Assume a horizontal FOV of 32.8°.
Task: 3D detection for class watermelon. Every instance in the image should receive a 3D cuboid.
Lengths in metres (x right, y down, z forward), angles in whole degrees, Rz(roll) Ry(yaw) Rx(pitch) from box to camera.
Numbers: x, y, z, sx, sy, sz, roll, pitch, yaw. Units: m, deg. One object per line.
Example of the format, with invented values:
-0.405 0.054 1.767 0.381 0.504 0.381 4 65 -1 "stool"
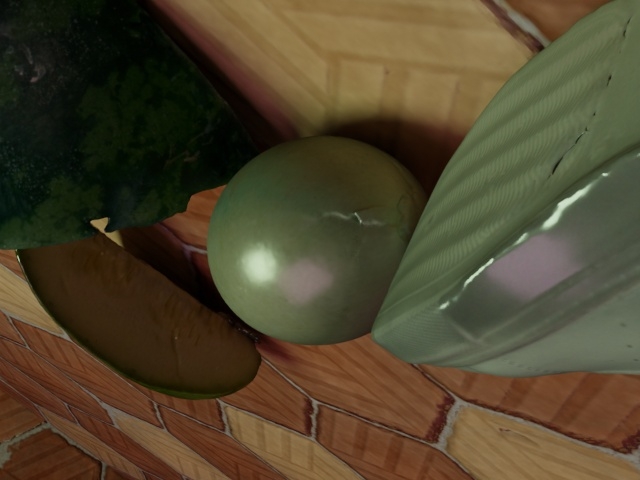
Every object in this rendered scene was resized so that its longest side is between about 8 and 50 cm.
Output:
-0.251 -0.069 0.661 0.319 0.222 0.292 46 159 -27 "watermelon"

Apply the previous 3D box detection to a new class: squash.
-0.156 0.059 0.893 0.169 0.093 0.252 28 168 16 "squash"

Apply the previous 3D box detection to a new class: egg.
0.000 0.000 0.590 0.114 0.114 0.152 40 155 -17 "egg"

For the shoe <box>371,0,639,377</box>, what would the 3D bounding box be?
0.153 -0.004 0.376 0.160 0.131 0.363 32 154 -10 "shoe"
